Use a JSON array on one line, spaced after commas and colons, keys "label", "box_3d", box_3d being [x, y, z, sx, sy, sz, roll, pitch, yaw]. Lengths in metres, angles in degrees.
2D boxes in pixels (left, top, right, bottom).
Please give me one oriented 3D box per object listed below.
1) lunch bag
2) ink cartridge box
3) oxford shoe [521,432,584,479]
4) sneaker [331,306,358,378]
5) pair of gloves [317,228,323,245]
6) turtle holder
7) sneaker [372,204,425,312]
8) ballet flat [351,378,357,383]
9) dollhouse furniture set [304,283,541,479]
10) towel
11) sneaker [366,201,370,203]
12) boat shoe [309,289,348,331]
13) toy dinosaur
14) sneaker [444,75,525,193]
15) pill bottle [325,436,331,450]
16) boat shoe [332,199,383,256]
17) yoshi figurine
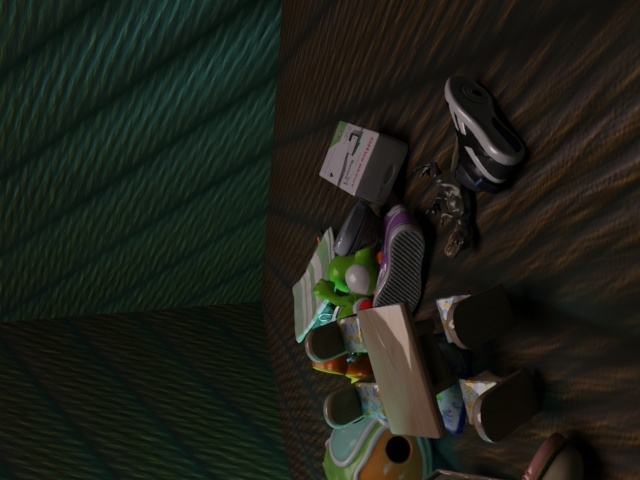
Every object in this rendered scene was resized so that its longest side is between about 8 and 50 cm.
[{"label": "lunch bag", "box_3d": [0.232, 0.266, 0.947, 0.151, 0.096, 0.129, -128, 38, -64]}, {"label": "ink cartridge box", "box_3d": [0.101, -0.197, 1.245, 0.219, 0.092, 0.160, 41, 113, 60]}, {"label": "oxford shoe", "box_3d": [0.319, 0.456, 0.659, 0.146, 0.140, 0.397, 12, 101, 44]}, {"label": "sneaker", "box_3d": [0.098, 0.303, 1.543, 0.108, 0.100, 0.272, 33, 130, 56]}, {"label": "pair of gloves", "box_3d": [0.000, 0.000, 2.018, 0.083, 0.010, 0.074, 105, 157, -50]}, {"label": "turtle holder", "box_3d": [0.150, 0.466, 1.143, 0.320, 0.243, 0.227, -14, -58, -64]}, {"label": "sneaker", "box_3d": [0.178, 0.052, 1.165, 0.161, 0.102, 0.282, -96, 14, -58]}, {"label": "ballet flat", "box_3d": [0.126, 0.499, 1.496, 0.077, 0.077, 0.231, 15, 106, 58]}, {"label": "dollhouse furniture set", "box_3d": [0.129, 0.305, 0.809, 0.362, 0.256, 0.394, -21, 83, 51]}, {"label": "towel", "box_3d": [-0.016, 0.142, 1.649, 0.248, 0.038, 0.325, -96, 30, -47]}, {"label": "sneaker", "box_3d": [0.132, -0.172, 1.371, 0.071, 0.066, 0.188, 77, -173, -62]}, {"label": "boat shoe", "box_3d": [0.049, 0.231, 1.659, 0.156, 0.135, 0.367, 134, 141, -67]}, {"label": "toy dinosaur", "box_3d": [0.236, -0.102, 0.934, 0.118, 0.064, 0.268, -4, 88, 62]}, {"label": "sneaker", "box_3d": [0.245, -0.167, 0.836, 0.121, 0.079, 0.217, 106, 156, -49]}, {"label": "pill bottle", "box_3d": [0.087, 0.731, 1.614, 0.112, 0.112, 0.187, 102, 160, -46]}, {"label": "boat shoe", "box_3d": [0.105, -0.028, 1.216, 0.109, 0.094, 0.302, -62, -3, 22]}, {"label": "yoshi figurine", "box_3d": [0.081, 0.175, 1.332, 0.203, 0.203, 0.362, 56, -136, -67]}]
